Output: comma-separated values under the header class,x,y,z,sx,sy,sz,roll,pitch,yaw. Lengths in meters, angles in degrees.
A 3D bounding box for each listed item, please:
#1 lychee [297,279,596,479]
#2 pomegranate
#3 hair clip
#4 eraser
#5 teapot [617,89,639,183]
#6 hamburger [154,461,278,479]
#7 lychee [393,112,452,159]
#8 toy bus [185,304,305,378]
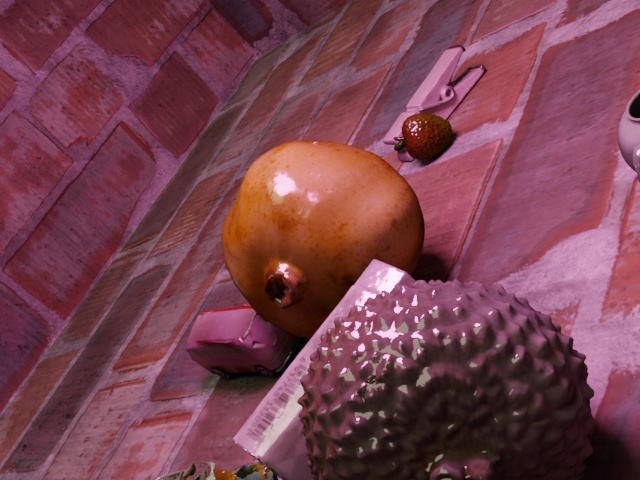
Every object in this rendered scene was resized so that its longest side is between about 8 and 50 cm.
class,x,y,z,sx,sy,sz,roll,pitch,yaw
lychee,0.163,0.227,1.134,0.380,0.380,0.432,-41,5,9
pomegranate,0.000,0.000,1.692,0.416,0.417,0.417,-36,25,19
hair clip,0.288,-0.349,2.203,0.331,0.101,0.085,-53,29,-16
eraser,0.060,0.245,1.458,0.397,0.213,0.082,-52,13,-16
teapot,0.580,-0.194,1.421,0.193,0.129,0.294,-12,39,53
hamburger,-0.205,0.486,1.554,0.276,0.150,0.260,-45,25,-3
lychee,0.246,-0.251,2.086,0.146,0.114,0.114,-12,30,7
toy bus,-0.176,0.228,1.951,0.302,0.147,0.128,-14,44,52
